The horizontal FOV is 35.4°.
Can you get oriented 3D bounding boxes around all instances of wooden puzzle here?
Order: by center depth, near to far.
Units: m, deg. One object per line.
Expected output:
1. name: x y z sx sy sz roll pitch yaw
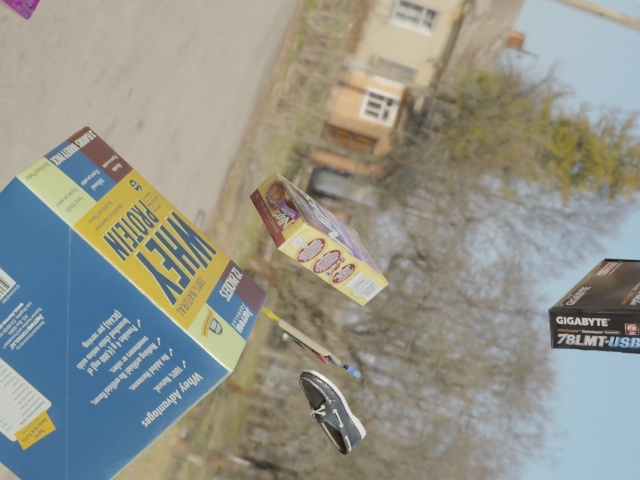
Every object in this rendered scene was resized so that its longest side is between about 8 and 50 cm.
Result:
1. wooden puzzle: -0.013 0.112 1.085 0.014 0.116 0.078 -56 154 -6

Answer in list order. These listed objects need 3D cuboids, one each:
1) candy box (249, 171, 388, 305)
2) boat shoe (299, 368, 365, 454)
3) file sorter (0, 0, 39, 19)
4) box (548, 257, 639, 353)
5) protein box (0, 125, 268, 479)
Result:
1. candy box: 0.000 0.000 1.286 0.053 0.186 0.109 -43 -134 14
2. boat shoe: 0.009 0.206 1.204 0.046 0.125 0.038 3 -136 47
3. file sorter: -0.235 -0.341 0.698 0.291 0.182 0.202 -61 -176 0
4. box: 0.524 0.095 1.486 0.295 0.293 0.073 -23 111 -56
5. protein box: -0.189 0.062 0.780 0.200 0.201 0.136 -43 -170 21
